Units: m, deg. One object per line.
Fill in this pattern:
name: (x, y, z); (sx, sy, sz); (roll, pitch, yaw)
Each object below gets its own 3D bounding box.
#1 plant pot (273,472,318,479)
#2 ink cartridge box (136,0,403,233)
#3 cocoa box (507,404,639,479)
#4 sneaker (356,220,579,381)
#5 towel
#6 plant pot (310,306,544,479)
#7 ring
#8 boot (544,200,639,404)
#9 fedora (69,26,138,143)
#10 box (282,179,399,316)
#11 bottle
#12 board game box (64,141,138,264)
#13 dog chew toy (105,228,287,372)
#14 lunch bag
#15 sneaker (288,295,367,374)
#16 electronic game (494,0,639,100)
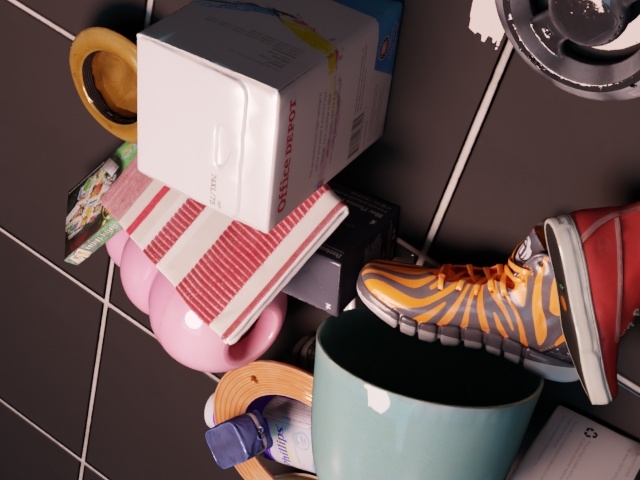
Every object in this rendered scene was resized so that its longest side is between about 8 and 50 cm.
plant pot: (-0.022, 0.547, 1.903); (0.284, 0.284, 0.191); (18, 166, 27)
ink cartridge box: (-0.061, -0.182, 1.368); (0.197, 0.270, 0.198); (26, 132, 21)
cocoa box: (0.315, 0.434, 1.466); (0.231, 0.347, 0.228); (26, 134, 21)
sneaker: (0.213, 0.045, 1.431); (0.321, 0.124, 0.180); (16, 125, 5)
towel: (-0.131, -0.047, 1.492); (0.237, 0.037, 0.329); (-49, 55, 6)
plant pot: (0.120, 0.251, 1.481); (0.293, 0.293, 0.235); (19, 111, 26)
ring: (-0.021, 0.316, 1.737); (0.336, 0.032, 0.337); (20, 131, 25)
boot: (0.364, 0.068, 1.308); (0.176, 0.088, 0.244); (-14, 112, -1)
fedora: (-0.274, -0.233, 1.637); (0.194, 0.079, 0.194); (26, 138, 27)
box: (0.000, 0.000, 1.535); (0.156, 0.158, 0.093); (23, 132, 23)
bottle: (-0.060, 0.302, 1.849); (0.283, 0.092, 0.118); (9, 126, 33)
board game box: (-0.298, -0.079, 1.702); (0.030, 0.136, 0.259); (28, 134, -34)
dog chew toy: (-0.202, 0.046, 1.703); (0.332, 0.206, 0.207); (39, 139, 31)
lunch bag: (-0.118, 0.298, 1.730); (0.098, 0.065, 0.067); (-27, 86, 47)
sneaker: (0.015, 0.155, 1.673); (0.147, 0.104, 0.296); (14, 132, 24)
electronic game: (0.286, -0.250, 1.210); (0.229, 0.048, 0.229); (27, 141, 25)
